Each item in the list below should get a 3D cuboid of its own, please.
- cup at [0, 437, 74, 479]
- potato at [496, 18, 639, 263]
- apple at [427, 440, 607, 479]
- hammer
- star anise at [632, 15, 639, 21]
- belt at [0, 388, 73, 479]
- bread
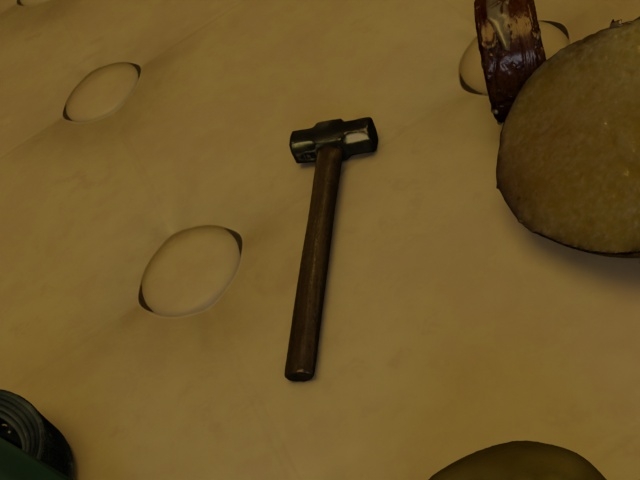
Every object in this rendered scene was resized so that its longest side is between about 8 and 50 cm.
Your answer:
[{"bbox_3d":[-0.276,0.273,0.795,0.148,0.236,0.134,21,65,36],"label":"cup"},{"bbox_3d":[0.323,-0.096,0.854,0.299,0.115,0.239,4,85,50],"label":"potato"},{"bbox_3d":[0.151,0.241,0.638,0.199,0.200,0.200,-15,47,16],"label":"apple"},{"bbox_3d":[0.000,0.000,1.025,0.111,0.043,0.366,-8,52,20],"label":"hammer"},{"bbox_3d":[0.461,-0.253,0.925,0.315,0.139,0.360,-3,51,18],"label":"star anise"},{"bbox_3d":[-0.358,0.251,0.963,0.190,0.082,0.141,20,61,39],"label":"belt"},{"bbox_3d":[0.224,-0.214,1.004,0.073,0.160,0.161,-13,48,17],"label":"bread"}]
